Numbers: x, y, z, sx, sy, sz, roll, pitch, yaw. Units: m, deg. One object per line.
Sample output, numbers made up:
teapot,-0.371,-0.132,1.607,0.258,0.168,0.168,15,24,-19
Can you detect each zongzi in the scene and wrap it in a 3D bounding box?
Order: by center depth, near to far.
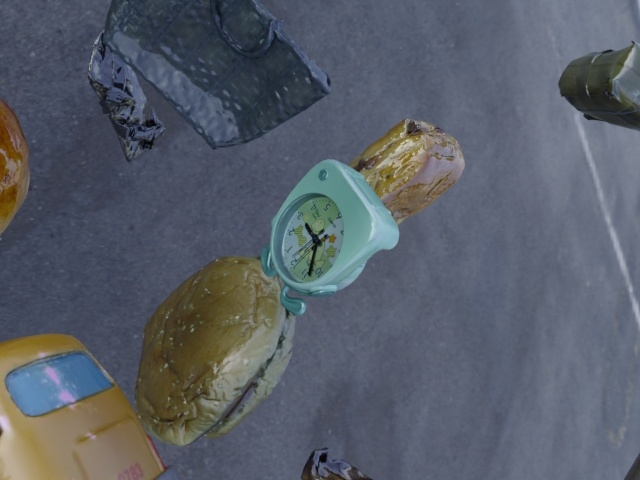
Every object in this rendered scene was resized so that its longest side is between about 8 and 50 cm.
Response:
zongzi,0.607,-0.256,1.327,0.274,0.251,0.125,30,97,-12

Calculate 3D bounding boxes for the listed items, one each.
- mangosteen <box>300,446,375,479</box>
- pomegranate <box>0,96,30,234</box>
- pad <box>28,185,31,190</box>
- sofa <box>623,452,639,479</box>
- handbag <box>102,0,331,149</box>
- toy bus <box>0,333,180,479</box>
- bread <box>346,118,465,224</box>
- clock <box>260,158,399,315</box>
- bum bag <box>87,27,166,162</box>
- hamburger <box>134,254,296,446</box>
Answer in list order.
mangosteen,0.039,0.259,0.268,0.311,0.311,0.311,8,80,-53
pomegranate,-0.427,-0.075,0.706,0.248,0.248,0.248,8,80,-53
pad,-0.545,-0.148,1.070,0.181,0.267,0.004,26,97,-36
sofa,0.293,0.231,0.406,0.200,0.258,0.182,-31,137,-40
handbag,-0.124,-0.227,0.786,0.270,0.175,0.088,45,41,-11
toy bus,-0.198,0.138,0.377,0.136,0.209,0.126,62,11,5
bread,0.124,-0.091,1.158,0.210,0.235,0.099,6,46,-59
clock,-0.001,0.000,0.897,0.060,0.188,0.148,16,36,-50
bum bag,-0.319,-0.231,1.139,0.102,0.069,0.248,-49,147,-25
hamburger,-0.158,0.146,0.993,0.134,0.265,0.285,28,29,-32
